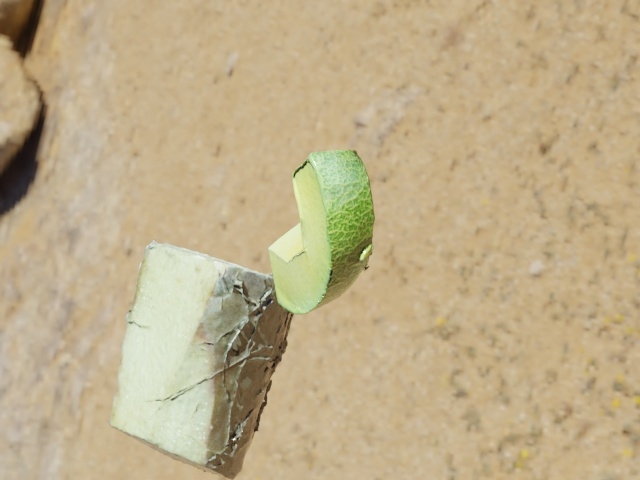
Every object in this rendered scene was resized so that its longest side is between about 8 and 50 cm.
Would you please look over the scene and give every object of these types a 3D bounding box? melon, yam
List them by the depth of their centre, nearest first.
[{"bbox_3d":[0.000,0.000,1.331,0.118,0.064,0.209,64,152,14],"label":"melon"},{"bbox_3d":[-0.144,0.151,1.682,0.202,0.201,0.271,21,94,41],"label":"yam"}]
